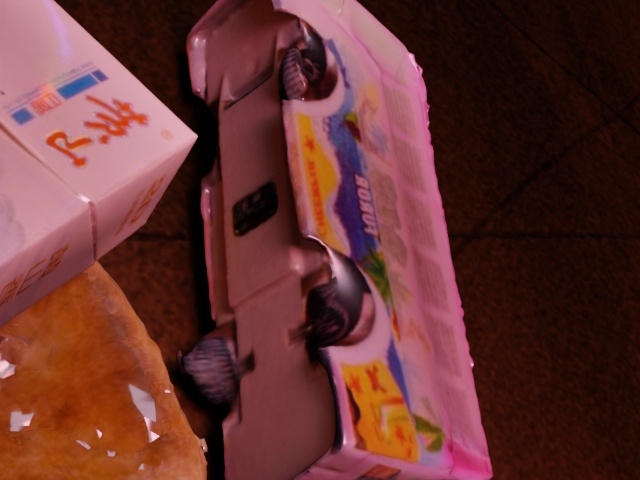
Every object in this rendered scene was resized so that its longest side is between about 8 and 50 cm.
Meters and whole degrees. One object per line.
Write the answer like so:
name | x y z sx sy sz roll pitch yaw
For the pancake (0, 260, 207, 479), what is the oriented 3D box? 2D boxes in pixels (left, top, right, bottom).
pancake | -0.191 0.078 0.500 0.356 0.065 0.356 19 46 -22

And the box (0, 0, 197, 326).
box | -0.169 -0.024 0.507 0.149 0.067 0.233 44 41 5

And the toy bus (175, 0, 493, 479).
toy bus | 0.000 0.000 0.686 0.112 0.090 0.274 19 50 -35
